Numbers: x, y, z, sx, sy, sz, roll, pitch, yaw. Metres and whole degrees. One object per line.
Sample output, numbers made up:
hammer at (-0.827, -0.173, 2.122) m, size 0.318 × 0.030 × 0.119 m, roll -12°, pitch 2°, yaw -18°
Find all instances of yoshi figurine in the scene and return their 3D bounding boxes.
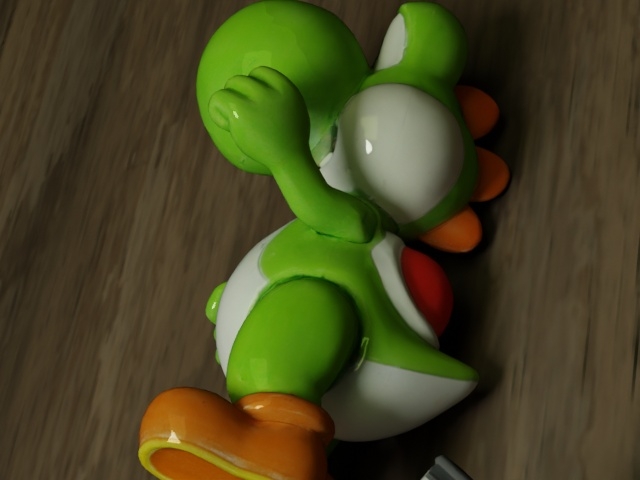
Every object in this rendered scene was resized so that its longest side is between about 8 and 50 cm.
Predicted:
yoshi figurine at (-0.026, -0.003, 1.021) m, size 0.203 × 0.203 × 0.362 m, roll -13°, pitch 47°, yaw 44°

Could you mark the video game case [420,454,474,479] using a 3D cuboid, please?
video game case at (0.058, 0.264, 0.727) m, size 0.248 × 0.035 × 0.275 m, roll -48°, pitch 49°, yaw -2°
